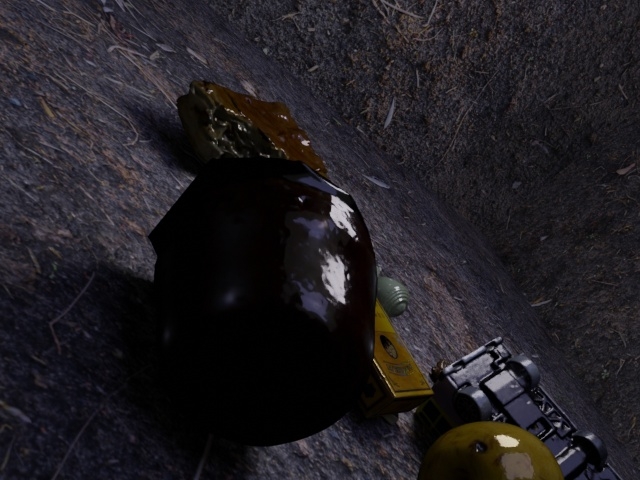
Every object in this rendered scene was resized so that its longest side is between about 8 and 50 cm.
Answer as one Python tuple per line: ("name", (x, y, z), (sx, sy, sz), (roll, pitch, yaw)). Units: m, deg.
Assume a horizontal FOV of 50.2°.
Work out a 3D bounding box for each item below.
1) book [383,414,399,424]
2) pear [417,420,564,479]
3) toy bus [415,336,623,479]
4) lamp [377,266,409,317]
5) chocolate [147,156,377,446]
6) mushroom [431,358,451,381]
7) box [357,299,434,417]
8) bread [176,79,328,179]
("book", (0.030, 0.212, 1.513), (0.379, 0.031, 0.264), (42, 19, -16))
("pear", (0.305, 0.458, 1.242), (0.280, 0.280, 0.281), (41, 20, -18))
("toy bus", (0.432, 0.466, 1.489), (0.209, 0.249, 0.440), (-21, 60, -33))
("lamp", (0.169, 0.132, 1.880), (0.106, 0.106, 0.193), (26, 18, -47))
("chocolate", (-0.096, 0.122, 1.008), (0.383, 0.383, 0.331), (39, 34, -23))
("mushroom", (0.355, 0.361, 1.887), (0.060, 0.061, 0.187), (49, 14, 21))
("box", (0.100, 0.223, 1.463), (0.193, 0.084, 0.301), (13, 41, -55))
("bread", (-0.175, -0.211, 1.670), (0.370, 0.191, 0.314), (-1, 56, -59))
